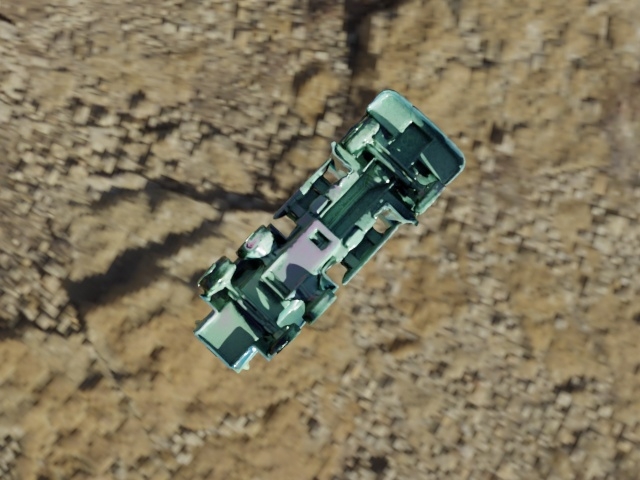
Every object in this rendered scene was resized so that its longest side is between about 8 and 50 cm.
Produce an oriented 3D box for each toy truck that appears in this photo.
[{"bbox_3d":[0.000,0.000,0.926,0.067,0.081,0.175,43,83,0],"label":"toy truck"}]
